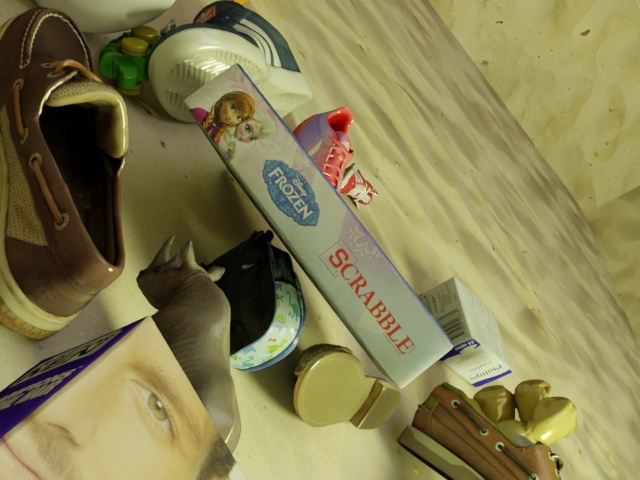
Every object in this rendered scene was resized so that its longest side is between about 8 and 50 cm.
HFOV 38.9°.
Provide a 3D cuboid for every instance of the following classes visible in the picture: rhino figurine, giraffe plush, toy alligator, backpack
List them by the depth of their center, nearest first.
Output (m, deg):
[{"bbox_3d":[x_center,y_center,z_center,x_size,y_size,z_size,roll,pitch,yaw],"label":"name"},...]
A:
[{"bbox_3d":[-0.116,0.090,0.742,0.073,0.106,0.243,39,30,-42],"label":"rhino figurine"},{"bbox_3d":[-0.065,0.068,0.881,0.084,0.105,0.114,38,31,-45],"label":"backpack"},{"bbox_3d":[-0.207,-0.212,1.004,0.051,0.056,0.189,14,32,-2],"label":"toy alligator"},{"bbox_3d":[0.278,0.316,1.259,0.210,0.181,0.170,-83,160,-72],"label":"giraffe plush"}]

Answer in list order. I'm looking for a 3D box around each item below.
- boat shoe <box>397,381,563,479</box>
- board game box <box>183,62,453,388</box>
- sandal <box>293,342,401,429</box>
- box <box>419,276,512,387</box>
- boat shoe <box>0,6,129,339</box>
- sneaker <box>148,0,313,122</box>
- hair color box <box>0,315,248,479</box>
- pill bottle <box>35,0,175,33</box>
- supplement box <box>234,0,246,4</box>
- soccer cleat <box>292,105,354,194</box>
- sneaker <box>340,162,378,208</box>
[{"bbox_3d":[0.245,0.284,1.079,0.307,0.104,0.110,34,-12,12],"label":"boat shoe"},{"bbox_3d":[0.000,0.000,0.939,0.318,0.066,0.318,53,-3,5],"label":"board game box"},{"bbox_3d":[0.008,0.154,1.004,0.079,0.088,0.240,36,0,32],"label":"sandal"},{"bbox_3d":[0.233,0.149,1.455,0.137,0.072,0.126,39,30,-40],"label":"box"},{"bbox_3d":[-0.205,-0.086,0.749,0.123,0.123,0.342,39,30,-41],"label":"boat shoe"},{"bbox_3d":[-0.127,-0.232,1.105,0.148,0.131,0.350,63,13,7],"label":"sneaker"},{"bbox_3d":[-0.161,0.197,0.466,0.185,0.110,0.339,61,25,-9],"label":"hair color box"},{"bbox_3d":[-0.247,-0.376,0.971,0.161,0.161,0.283,29,37,-52],"label":"pill bottle"},{"bbox_3d":[-0.111,-0.417,1.441,0.036,0.062,0.098,48,26,-24],"label":"supplement box"},{"bbox_3d":[0.005,-0.101,1.251,0.083,0.095,0.248,46,25,-30],"label":"soccer cleat"},{"bbox_3d":[0.053,-0.077,1.394,0.067,0.042,0.118,54,21,-6],"label":"sneaker"}]
